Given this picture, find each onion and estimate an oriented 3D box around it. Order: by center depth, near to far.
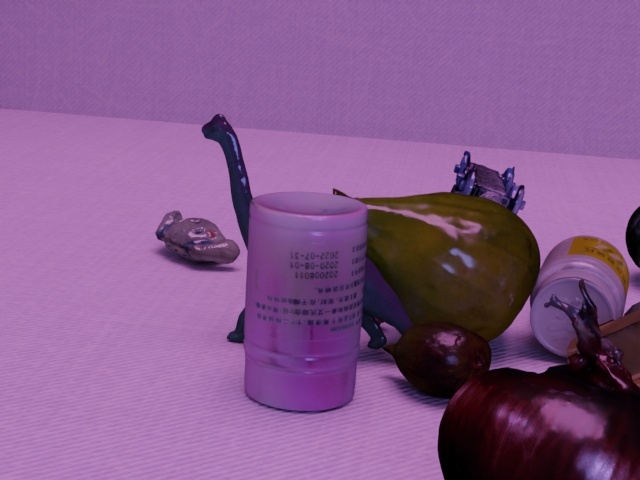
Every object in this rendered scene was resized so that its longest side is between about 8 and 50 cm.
[{"bbox_3d":[0.249,0.190,1.150,0.273,0.285,0.273,18,-3,1],"label":"onion"}]

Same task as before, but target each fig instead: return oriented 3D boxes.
[{"bbox_3d":[0.148,0.155,1.602,0.155,0.103,0.109,3,-27,47],"label":"fig"},{"bbox_3d":[0.164,0.042,1.773,0.314,0.233,0.233,4,14,-3],"label":"fig"}]

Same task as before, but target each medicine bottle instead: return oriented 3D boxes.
[{"bbox_3d":[-0.021,0.075,1.543,0.152,0.254,0.152,3,14,-1],"label":"medicine bottle"},{"bbox_3d":[0.395,0.085,1.845,0.143,0.143,0.258,8,16,16],"label":"medicine bottle"}]

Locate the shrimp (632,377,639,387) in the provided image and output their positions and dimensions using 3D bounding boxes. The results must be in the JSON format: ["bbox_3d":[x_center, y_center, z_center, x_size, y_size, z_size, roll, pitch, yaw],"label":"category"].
[{"bbox_3d":[0.386,0.226,1.395,0.152,0.063,0.287,-13,15,14],"label":"shrimp"}]

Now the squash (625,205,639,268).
[{"bbox_3d":[0.658,0.001,2.180,0.218,0.172,0.218,23,31,-15],"label":"squash"}]

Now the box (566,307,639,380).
[{"bbox_3d":[0.407,0.156,1.593,0.177,0.111,0.111,-26,3,22],"label":"box"}]

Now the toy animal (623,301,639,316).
[{"bbox_3d":[0.468,0.143,1.762,0.070,0.079,0.253,16,19,15],"label":"toy animal"}]

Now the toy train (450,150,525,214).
[{"bbox_3d":[0.284,-0.044,2.217,0.131,0.202,0.299,21,14,1],"label":"toy train"}]

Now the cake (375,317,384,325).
[{"bbox_3d":[0.030,0.048,1.948,0.113,0.115,0.295,-7,17,-34],"label":"cake"}]

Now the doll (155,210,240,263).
[{"bbox_3d":[-0.227,0.000,2.175,0.103,0.071,0.214,-16,30,-33],"label":"doll"}]

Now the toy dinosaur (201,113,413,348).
[{"bbox_3d":[0.000,0.000,1.693,0.384,0.330,0.129,8,17,23],"label":"toy dinosaur"}]
